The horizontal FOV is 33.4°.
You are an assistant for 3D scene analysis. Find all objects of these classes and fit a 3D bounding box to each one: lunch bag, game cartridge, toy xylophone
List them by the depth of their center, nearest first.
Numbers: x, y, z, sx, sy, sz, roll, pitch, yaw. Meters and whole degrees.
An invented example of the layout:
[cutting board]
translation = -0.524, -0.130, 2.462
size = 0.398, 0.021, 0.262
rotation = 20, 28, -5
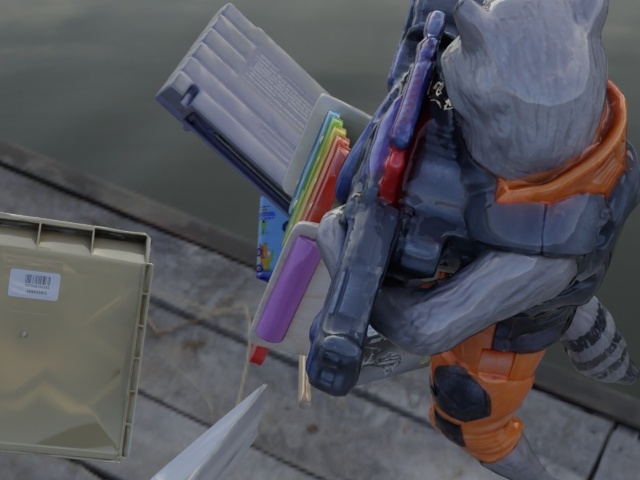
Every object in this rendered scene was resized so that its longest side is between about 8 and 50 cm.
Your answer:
[toy xylophone]
translation = -0.003, 0.006, 0.951
size = 0.081, 0.236, 0.322
rotation = 21, 18, -7
[game cartridge]
translation = -0.058, -0.163, 1.575
size = 0.355, 0.068, 0.230
rotation = 42, 41, -17
[lunch bag]
translation = 0.000, 0.000, 2.028
size = 0.138, 0.293, 0.221
rotation = -5, 71, 21

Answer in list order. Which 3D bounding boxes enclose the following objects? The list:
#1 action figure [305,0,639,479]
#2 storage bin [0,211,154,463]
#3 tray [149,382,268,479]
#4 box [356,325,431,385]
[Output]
[action figure]
translation = 0.113, -0.032, 0.600
size = 0.178, 0.330, 0.341
rotation = 9, 61, 13
[storage bin]
translation = -0.335, 0.110, 1.201
size = 0.262, 0.123, 0.260
rotation = 9, 78, -14
[tray]
translation = -0.112, 0.194, 0.792
size = 0.030, 0.145, 0.270
rotation = 48, 14, 0
[box]
translation = 0.145, 0.148, 1.692
size = 0.231, 0.183, 0.056
rotation = -12, 60, -19
